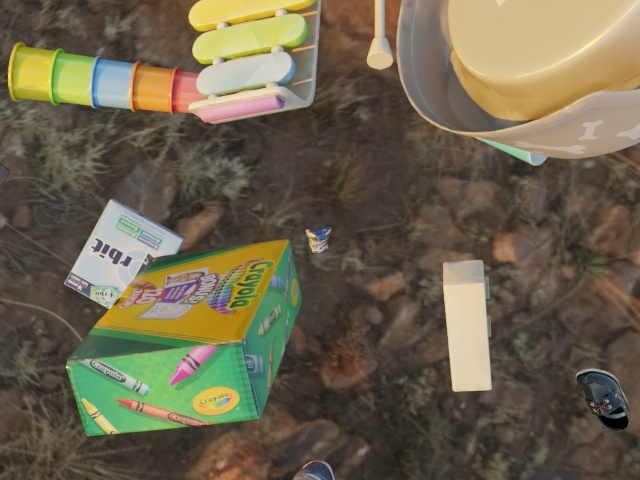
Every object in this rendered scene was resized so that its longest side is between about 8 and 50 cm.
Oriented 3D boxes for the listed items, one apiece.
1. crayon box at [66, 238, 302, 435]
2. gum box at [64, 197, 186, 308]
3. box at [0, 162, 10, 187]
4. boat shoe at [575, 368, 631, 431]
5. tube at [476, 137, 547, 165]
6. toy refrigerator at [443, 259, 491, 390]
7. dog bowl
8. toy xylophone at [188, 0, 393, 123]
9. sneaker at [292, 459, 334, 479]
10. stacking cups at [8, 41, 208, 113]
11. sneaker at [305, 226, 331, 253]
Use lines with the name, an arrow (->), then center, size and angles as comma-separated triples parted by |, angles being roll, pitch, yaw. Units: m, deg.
crayon box -> -0.122, 0.088, 0.954 | 0.165, 0.278, 0.081 | -8, 108, 9
gum box -> -0.368, 0.038, 1.782 | 0.157, 0.041, 0.184 | 30, 95, -3
box -> -0.641, -0.102, 1.482 | 0.203, 0.167, 0.168 | 49, 60, -53
boat shoe -> 0.385, 0.215, 1.277 | 0.133, 0.049, 0.042 | 46, 37, -39
tube -> 0.355, -0.202, 1.834 | 0.080, 0.207, 0.052 | -12, 118, -28
toy refrigerator -> 0.320, 0.184, 2.028 | 0.094, 0.102, 0.269 | -4, 117, 10
dog bowl -> 0.214, -0.222, 0.744 | 0.102, 0.349, 0.348 | 25, 82, -31
toy xylophone -> -0.041, -0.270, 1.075 | 0.081, 0.236, 0.322 | 49, 31, -55
sneaker -> -0.014, 0.600, 1.924 | 0.112, 0.131, 0.318 | 11, 106, 13
stacking cups -> -0.325, -0.252, 1.508 | 0.316, 0.096, 0.096 | 5, 91, -4
sneaker -> 0.000, 0.000, 2.100 | 0.052, 0.135, 0.058 | -10, 93, -4
